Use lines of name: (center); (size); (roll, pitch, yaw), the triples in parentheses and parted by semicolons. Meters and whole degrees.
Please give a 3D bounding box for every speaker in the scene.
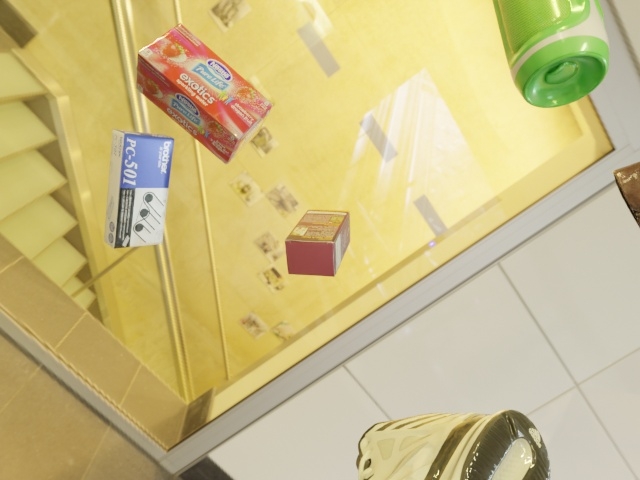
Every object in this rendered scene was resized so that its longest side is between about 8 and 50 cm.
speaker: (0.333, -0.352, 0.674); (0.131, 0.131, 0.297); (41, 43, -56)

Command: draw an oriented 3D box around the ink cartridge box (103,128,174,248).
ink cartridge box: (-0.332, -0.092, 0.818); (0.046, 0.207, 0.097); (24, 20, 35)

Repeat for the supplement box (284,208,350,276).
supplement box: (0.000, 0.000, 0.979); (0.188, 0.104, 0.081); (-60, 150, -62)

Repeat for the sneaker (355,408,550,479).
sneaker: (0.092, 0.399, 0.609); (0.169, 0.447, 0.257); (60, -31, 2)

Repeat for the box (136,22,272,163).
box: (-0.247, -0.307, 0.950); (0.256, 0.128, 0.122); (41, -29, -7)

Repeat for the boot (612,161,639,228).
boot: (0.534, -0.038, 0.573); (0.249, 0.206, 0.090); (58, 28, -1)
